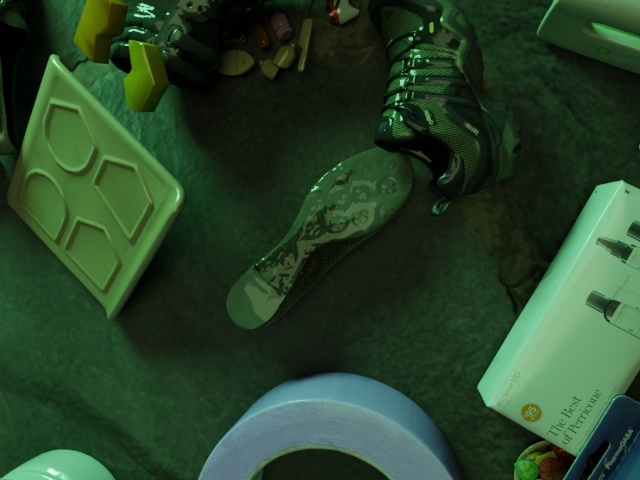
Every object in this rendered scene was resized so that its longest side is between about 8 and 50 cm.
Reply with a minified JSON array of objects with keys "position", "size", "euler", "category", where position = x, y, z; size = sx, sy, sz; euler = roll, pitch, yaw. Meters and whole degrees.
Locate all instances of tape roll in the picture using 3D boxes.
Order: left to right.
[{"position":[0.012,0.284,0.469],"size":[0.275,0.090,0.274],"euler":[0,91,11],"category":"tape roll"}]

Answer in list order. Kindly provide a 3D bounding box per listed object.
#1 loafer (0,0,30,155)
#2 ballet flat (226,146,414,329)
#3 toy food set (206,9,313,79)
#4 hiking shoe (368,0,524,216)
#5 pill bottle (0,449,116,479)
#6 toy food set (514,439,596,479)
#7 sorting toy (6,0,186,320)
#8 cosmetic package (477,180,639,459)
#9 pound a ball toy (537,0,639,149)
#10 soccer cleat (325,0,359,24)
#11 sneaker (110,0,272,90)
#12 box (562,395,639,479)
[{"position":[-0.378,-0.227,0.536],"size":[0.084,0.096,0.267],"euler":[8,86,-7],"category":"loafer"},{"position":[0.000,0.000,0.487],"size":[0.084,0.058,0.250],"euler":[44,94,12],"category":"ballet flat"},{"position":[-0.067,-0.219,0.509],"size":[0.122,0.019,0.078],"euler":[12,93,18],"category":"toy food set"},{"position":[0.094,-0.140,0.429],"size":[0.114,0.086,0.227],"euler":[-29,86,-15],"category":"hiking shoe"},{"position":[-0.352,0.353,0.402],"size":[0.204,0.361,0.204],"euler":[0,91,11],"category":"pill bottle"},{"position":[0.238,0.243,0.458],"size":[0.082,0.020,0.083],"euler":[-27,87,11],"category":"toy food set"},{"position":[-0.231,-0.083,0.490],"size":[0.229,0.041,0.307],"euler":[47,121,9],"category":"sorting toy"},{"position":[0.255,0.073,0.431],"size":[0.099,0.060,0.239],"euler":[28,96,10],"category":"cosmetic package"},{"position":[0.352,-0.157,0.369],"size":[0.319,0.136,0.208],"euler":[25,96,10],"category":"pound a ball toy"},{"position":[0.017,-0.274,0.487],"size":[0.036,0.029,0.083],"euler":[-16,91,2],"category":"soccer cleat"},{"position":[-0.097,-0.230,0.458],"size":[0.296,0.104,0.147],"euler":[3,89,25],"category":"sneaker"},{"position":[0.331,0.244,0.405],"size":[0.225,0.036,0.136],"euler":[27,97,-5],"category":"box"}]
